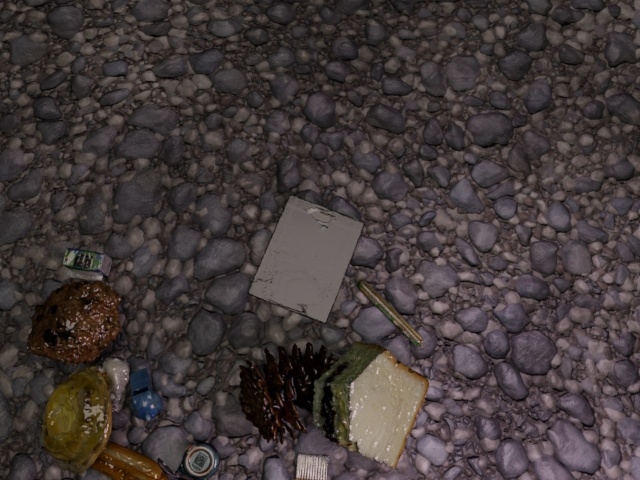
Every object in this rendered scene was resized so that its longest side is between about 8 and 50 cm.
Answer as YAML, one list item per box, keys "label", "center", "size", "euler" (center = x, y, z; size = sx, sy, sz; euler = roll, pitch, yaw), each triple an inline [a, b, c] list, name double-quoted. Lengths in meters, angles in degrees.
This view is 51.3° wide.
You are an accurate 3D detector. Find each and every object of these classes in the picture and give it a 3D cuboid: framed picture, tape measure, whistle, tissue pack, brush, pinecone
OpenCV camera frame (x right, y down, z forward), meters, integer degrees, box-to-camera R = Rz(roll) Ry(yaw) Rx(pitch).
- label: "framed picture"
  center: [-0.038, 0.050, 1.936]
  size: [0.244, 0.013, 0.323]
  euler: [21, 77, 5]
- label: "tape measure"
  center: [-0.330, 0.567, 1.710]
  size: [0.104, 0.180, 0.107]
  euler: [23, 75, 23]
- label: "whistle"
  center: [-0.474, 0.429, 1.801]
  size: [0.090, 0.090, 0.158]
  euler: [-23, 36, -7]
- label: "tissue pack"
  center: [-0.664, 0.072, 1.894]
  size: [0.111, 0.085, 0.079]
  euler: [9, 75, 1]
- label: "brush"
  center: [-0.030, 0.723, 1.744]
  size: [0.090, 0.017, 0.314]
  euler: [3, 74, 3]
- label: "pinecone"
  center: [-0.068, 0.382, 1.734]
  size: [0.292, 0.246, 0.246]
  euler: [-25, 75, -19]

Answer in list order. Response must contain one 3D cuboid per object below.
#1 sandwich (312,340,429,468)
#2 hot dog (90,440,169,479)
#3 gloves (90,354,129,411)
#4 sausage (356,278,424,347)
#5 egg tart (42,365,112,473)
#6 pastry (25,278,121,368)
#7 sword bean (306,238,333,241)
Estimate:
- label: "sandwich"
  center: [0.120, 0.407, 1.689]
  size: [0.131, 0.325, 0.262]
  euler: [13, 71, 44]
- label: "hot dog"
  center: [-0.506, 0.589, 1.747]
  size: [0.249, 0.076, 0.102]
  euler: [21, 113, 10]
- label: "gloves"
  center: [-0.578, 0.386, 1.807]
  size: [0.115, 0.070, 0.153]
  euler: [5, 80, 4]
- label: "sausage"
  center: [0.196, 0.204, 1.891]
  size: [0.033, 0.033, 0.269]
  euler: [-42, 78, -12]
- label: "egg tart"
  center: [-0.632, 0.456, 1.708]
  size: [0.279, 0.095, 0.278]
  euler: [-13, 70, 39]
- label: "pastry"
  center: [-0.650, 0.229, 1.801]
  size: [0.275, 0.192, 0.274]
  euler: [-22, 36, 17]
- label: "sword bean"
  center: [0.000, 0.000, 1.961]
  size: [0.084, 0.012, 0.012]
  euler: [1, 73, -1]
